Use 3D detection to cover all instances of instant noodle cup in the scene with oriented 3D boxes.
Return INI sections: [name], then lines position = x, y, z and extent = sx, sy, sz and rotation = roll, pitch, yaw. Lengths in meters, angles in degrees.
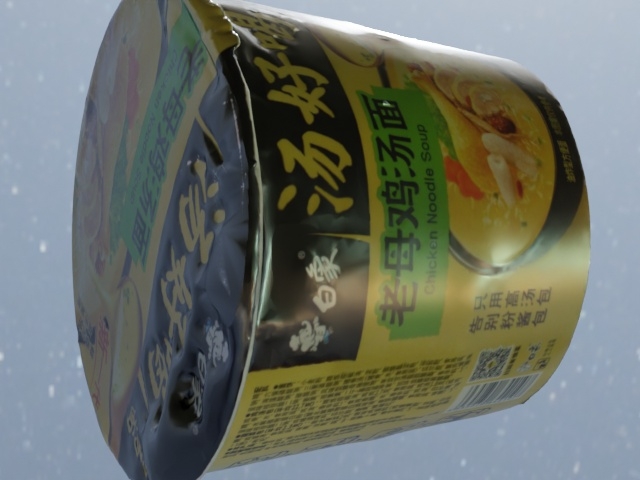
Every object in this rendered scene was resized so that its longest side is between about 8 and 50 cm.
[instant noodle cup]
position = 0.000, 0.000, 0.470
extent = 0.122, 0.151, 0.151
rotation = 3, -143, -27
